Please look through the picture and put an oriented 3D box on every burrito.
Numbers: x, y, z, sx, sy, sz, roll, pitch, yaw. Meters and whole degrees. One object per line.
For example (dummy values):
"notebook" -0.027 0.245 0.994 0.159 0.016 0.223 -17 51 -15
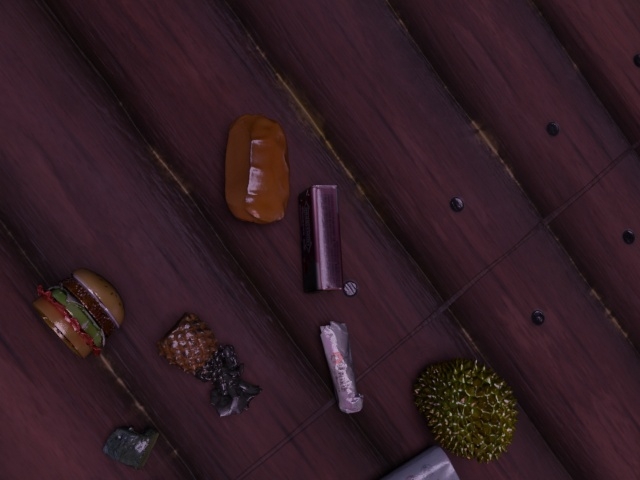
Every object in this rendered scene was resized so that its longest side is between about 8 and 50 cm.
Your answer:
"burrito" 0.047 0.272 1.548 0.064 0.064 0.203 -13 85 -16

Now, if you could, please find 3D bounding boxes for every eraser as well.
"eraser" 0.196 0.571 1.538 0.227 0.081 0.174 -27 94 -17

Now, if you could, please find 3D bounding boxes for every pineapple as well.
"pineapple" -0.221 0.259 1.461 0.119 0.111 0.237 -42 101 14

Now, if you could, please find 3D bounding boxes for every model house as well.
"model house" -0.377 0.402 1.427 0.083 0.066 0.078 24 88 7

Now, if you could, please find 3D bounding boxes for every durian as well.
"durian" 0.325 0.369 1.556 0.200 0.176 0.237 -44 106 3

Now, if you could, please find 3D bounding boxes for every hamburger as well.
"hamburger" -0.453 0.133 1.384 0.137 0.175 0.175 -41 94 -22

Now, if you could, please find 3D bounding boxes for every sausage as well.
"sausage" -0.133 -0.153 1.522 0.136 0.120 0.241 3 83 -48

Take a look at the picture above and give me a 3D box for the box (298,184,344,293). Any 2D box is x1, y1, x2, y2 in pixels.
"box" 0.000 0.000 1.540 0.069 0.120 0.224 -1 82 -18
